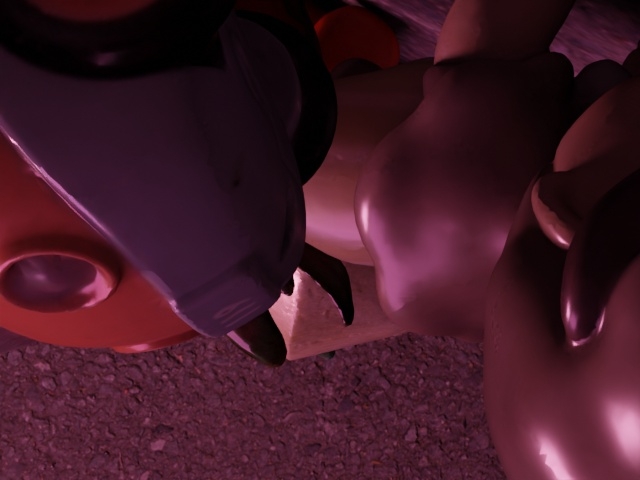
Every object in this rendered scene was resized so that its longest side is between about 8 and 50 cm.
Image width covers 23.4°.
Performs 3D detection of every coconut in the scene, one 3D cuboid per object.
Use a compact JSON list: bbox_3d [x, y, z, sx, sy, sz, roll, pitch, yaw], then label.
[{"bbox_3d":[0.000,0.000,1.296,0.222,0.202,0.202,29,178,18],"label":"coconut"}]

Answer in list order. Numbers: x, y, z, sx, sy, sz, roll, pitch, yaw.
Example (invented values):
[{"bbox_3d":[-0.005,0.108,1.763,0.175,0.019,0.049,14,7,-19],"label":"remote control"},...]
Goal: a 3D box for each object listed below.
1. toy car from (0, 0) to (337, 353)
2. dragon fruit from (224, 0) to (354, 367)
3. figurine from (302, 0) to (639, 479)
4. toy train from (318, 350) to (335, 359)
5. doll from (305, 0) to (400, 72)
[{"bbox_3d":[-0.128,-0.075,0.442,0.271,0.212,0.180,64,-178,13],"label":"toy car"},{"bbox_3d":[-0.089,-0.062,0.704,0.192,0.193,0.274,-112,3,-77],"label":"dragon fruit"},{"bbox_3d":[0.108,0.018,0.506,0.380,0.203,0.248,27,-179,41],"label":"figurine"},{"bbox_3d":[-0.061,-0.008,1.655,0.266,0.202,0.145,21,171,46],"label":"toy train"},{"bbox_3d":[-0.033,-0.095,0.961,0.199,0.105,0.336,27,169,-2],"label":"doll"}]
